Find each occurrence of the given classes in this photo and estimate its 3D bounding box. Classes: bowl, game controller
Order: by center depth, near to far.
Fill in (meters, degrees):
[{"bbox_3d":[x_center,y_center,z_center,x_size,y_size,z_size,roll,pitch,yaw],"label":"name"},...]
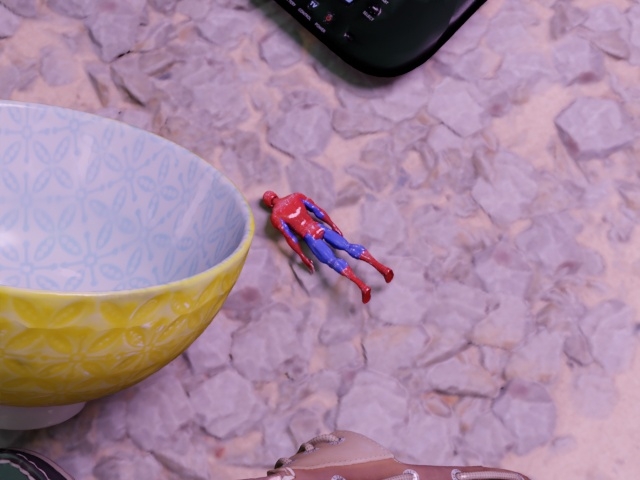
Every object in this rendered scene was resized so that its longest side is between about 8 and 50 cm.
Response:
[{"bbox_3d":[-0.200,0.032,1.052,0.289,0.289,0.156,18,115,10],"label":"bowl"},{"bbox_3d":[-0.003,-0.265,1.203,0.166,0.067,0.319,-44,72,-10],"label":"game controller"}]

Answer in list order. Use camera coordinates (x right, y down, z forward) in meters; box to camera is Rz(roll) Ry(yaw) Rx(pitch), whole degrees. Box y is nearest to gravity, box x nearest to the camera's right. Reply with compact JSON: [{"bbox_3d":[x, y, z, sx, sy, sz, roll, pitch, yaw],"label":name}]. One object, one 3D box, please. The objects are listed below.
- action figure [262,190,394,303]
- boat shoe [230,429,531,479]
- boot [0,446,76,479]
[{"bbox_3d":[0.000,0.000,1.131,0.038,0.030,0.115,-43,68,-16],"label":"action figure"},{"bbox_3d":[0.008,0.186,0.991,0.324,0.123,0.116,11,47,-22],"label":"boat shoe"},{"bbox_3d":[-0.168,0.274,0.914,0.138,0.284,0.377,-18,71,-2],"label":"boot"}]
